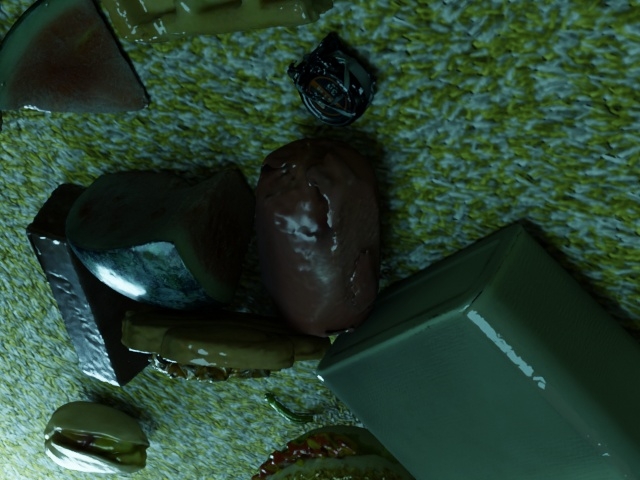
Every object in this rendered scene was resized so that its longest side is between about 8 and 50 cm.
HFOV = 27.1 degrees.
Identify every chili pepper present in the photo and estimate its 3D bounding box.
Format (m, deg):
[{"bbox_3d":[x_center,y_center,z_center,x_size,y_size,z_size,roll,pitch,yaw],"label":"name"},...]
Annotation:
[{"bbox_3d":[-0.050,0.256,2.001,0.083,0.017,0.030,33,140,3],"label":"chili pepper"}]

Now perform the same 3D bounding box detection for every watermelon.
[{"bbox_3d":[-0.314,-0.236,1.654,0.202,0.136,0.207,15,124,-38],"label":"watermelon"},{"bbox_3d":[-0.195,-0.009,1.717,0.148,0.226,0.318,59,169,-28],"label":"watermelon"}]

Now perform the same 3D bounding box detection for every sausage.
[{"bbox_3d":[0.000,0.000,1.587,0.152,0.152,0.279,16,136,21],"label":"sausage"}]

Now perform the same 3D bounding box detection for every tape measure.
[{"bbox_3d":[0.013,-0.173,1.474,0.094,0.054,0.091,49,141,-8],"label":"tape measure"}]

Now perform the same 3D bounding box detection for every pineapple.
[{"bbox_3d":[-0.147,0.159,1.843,0.221,0.221,0.047,7,94,30],"label":"pineapple"}]

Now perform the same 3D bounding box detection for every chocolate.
[{"bbox_3d":[-0.324,0.076,1.934,0.112,0.112,0.321,14,138,28],"label":"chocolate"}]

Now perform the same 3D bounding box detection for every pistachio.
[{"bbox_3d":[-0.375,0.334,2.249,0.200,0.117,0.145,3,171,24],"label":"pistachio"}]

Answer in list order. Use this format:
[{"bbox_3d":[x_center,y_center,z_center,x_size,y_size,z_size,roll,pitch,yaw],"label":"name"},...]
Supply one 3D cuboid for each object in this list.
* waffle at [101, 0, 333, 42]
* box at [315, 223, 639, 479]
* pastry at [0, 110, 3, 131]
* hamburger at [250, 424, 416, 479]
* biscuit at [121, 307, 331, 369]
[{"bbox_3d":[-0.165,-0.359,1.389,0.304,0.077,0.348,0,130,37],"label":"waffle"},{"bbox_3d":[0.225,0.191,1.612,0.344,0.177,0.352,45,141,-12],"label":"box"},{"bbox_3d":[-0.545,-0.209,1.748,0.311,0.162,0.255,24,163,29],"label":"pastry"},{"bbox_3d":[0.027,0.408,1.925,0.276,0.179,0.294,-35,103,24],"label":"hamburger"},{"bbox_3d":[-0.124,0.119,1.738,0.269,0.051,0.376,5,-178,-11],"label":"biscuit"}]
